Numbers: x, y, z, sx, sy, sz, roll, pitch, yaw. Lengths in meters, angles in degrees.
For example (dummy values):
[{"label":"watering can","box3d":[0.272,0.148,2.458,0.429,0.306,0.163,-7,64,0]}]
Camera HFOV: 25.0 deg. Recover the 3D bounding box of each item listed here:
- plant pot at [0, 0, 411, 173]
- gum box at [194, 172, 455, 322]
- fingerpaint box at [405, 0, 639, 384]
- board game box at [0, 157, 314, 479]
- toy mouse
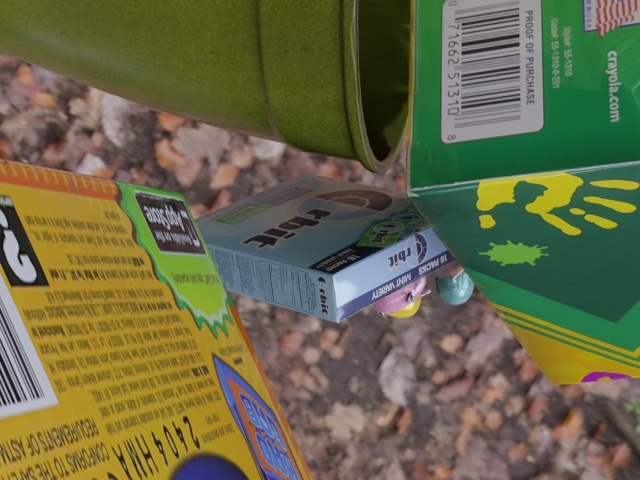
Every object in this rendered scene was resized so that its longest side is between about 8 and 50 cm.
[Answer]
[{"label":"plant pot","box3d":[-0.105,-0.252,1.138,0.366,0.353,0.366,7,90,-78]},{"label":"gum box","box3d":[0.000,0.000,1.118,0.157,0.184,0.041,-25,117,-39]},{"label":"fingerpaint box","box3d":[0.193,-0.167,1.006,0.371,0.163,0.445,47,41,-58]},{"label":"board game box","box3d":[-0.173,0.208,0.472,0.356,0.356,0.356,-26,84,9]},{"label":"toy mouse","box3d":[0.103,0.055,1.460,0.161,0.143,0.031,-2,78,-40]}]
